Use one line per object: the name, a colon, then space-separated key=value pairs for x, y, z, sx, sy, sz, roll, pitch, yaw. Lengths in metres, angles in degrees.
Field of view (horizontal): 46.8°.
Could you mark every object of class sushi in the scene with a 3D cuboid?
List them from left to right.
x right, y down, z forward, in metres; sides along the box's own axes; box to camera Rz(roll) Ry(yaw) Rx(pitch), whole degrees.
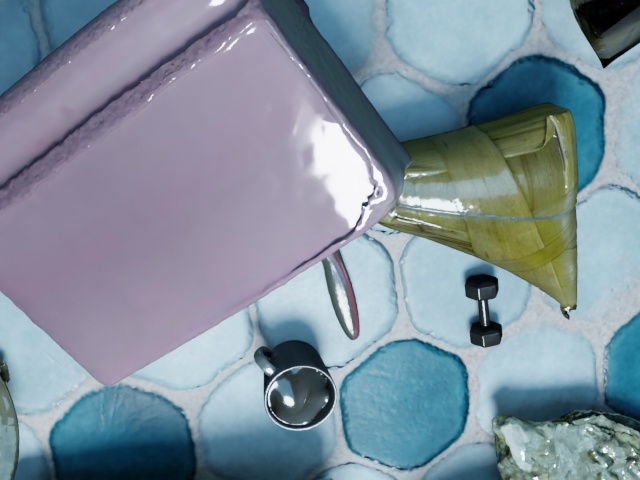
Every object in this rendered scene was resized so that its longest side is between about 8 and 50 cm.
sushi: x=0.358 y=-0.301 z=0.723 sx=0.273 sy=0.134 sz=0.109 roll=-35 pitch=78 yaw=13

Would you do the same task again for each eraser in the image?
eraser: x=-0.137 y=-0.058 z=0.655 sx=0.359 sy=0.122 sz=0.272 roll=-29 pitch=112 yaw=21

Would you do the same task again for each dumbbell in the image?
dumbbell: x=0.187 y=0.081 z=0.847 sx=0.040 sy=0.036 sz=0.083 roll=-11 pitch=108 yaw=-6

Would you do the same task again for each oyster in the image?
oyster: x=0.324 y=0.299 z=0.897 sx=0.268 sy=0.112 sz=0.198 roll=6 pitch=106 yaw=-8

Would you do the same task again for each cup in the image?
cup: x=-0.034 y=0.148 z=0.810 sx=0.078 sy=0.077 sz=0.100 roll=-44 pitch=109 yaw=5

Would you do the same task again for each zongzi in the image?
zongzi: x=0.165 y=-0.005 z=0.790 sx=0.228 sy=0.115 sz=0.256 roll=-14 pitch=119 yaw=-1

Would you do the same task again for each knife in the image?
knife: x=0.000 y=0.000 z=0.806 sx=0.036 sy=0.018 sz=0.247 roll=-19 pitch=106 yaw=0

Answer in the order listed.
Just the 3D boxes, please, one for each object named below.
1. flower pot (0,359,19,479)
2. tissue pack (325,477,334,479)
flower pot: x=-0.438 y=0.208 z=0.640 sx=0.291 sy=0.259 sz=0.290 roll=0 pitch=90 yaw=-6
tissue pack: x=-0.134 y=0.432 z=0.831 sx=0.376 sy=0.195 sz=0.389 roll=-7 pitch=108 yaw=7
